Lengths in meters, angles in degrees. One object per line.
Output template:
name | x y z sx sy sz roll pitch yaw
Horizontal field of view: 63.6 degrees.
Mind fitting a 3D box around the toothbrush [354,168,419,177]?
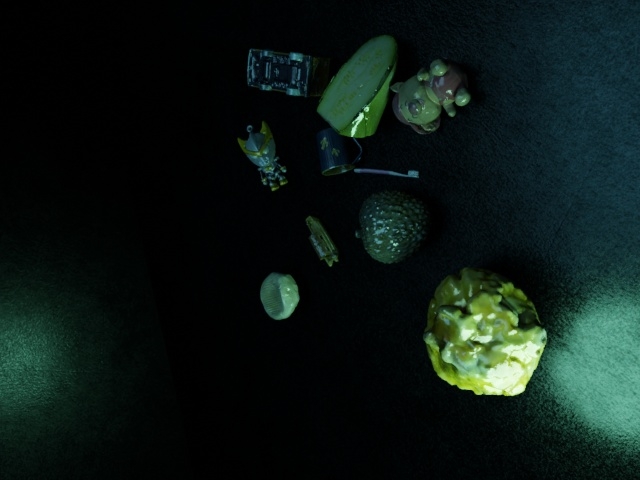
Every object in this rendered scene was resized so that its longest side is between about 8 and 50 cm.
toothbrush | 0.236 -0.250 1.877 0.286 0.020 0.025 11 99 42

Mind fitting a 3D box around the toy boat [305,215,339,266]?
toy boat | 0.000 0.000 2.124 0.068 0.088 0.226 -42 72 43

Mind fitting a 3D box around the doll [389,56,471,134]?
doll | 0.340 -0.453 1.631 0.255 0.152 0.196 -28 78 45

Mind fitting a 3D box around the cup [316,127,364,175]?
cup | 0.072 -0.345 1.955 0.176 0.131 0.155 -15 85 16

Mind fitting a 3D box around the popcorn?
popcorn | 0.491 0.269 1.555 0.343 0.354 0.390 13 154 22

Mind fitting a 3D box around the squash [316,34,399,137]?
squash | 0.146 -0.541 1.754 0.234 0.210 0.309 56 142 43

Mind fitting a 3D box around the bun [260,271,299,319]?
bun | -0.170 0.248 2.319 0.231 0.133 0.231 6 98 51

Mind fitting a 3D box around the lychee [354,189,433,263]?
lychee | 0.248 -0.051 1.775 0.274 0.255 0.256 -19 86 13

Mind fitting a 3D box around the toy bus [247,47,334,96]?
toy bus | -0.117 -0.652 2.002 0.323 0.194 0.162 22 115 36

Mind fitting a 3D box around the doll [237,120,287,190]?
doll | -0.251 -0.368 2.272 0.145 0.103 0.317 -33 82 40
